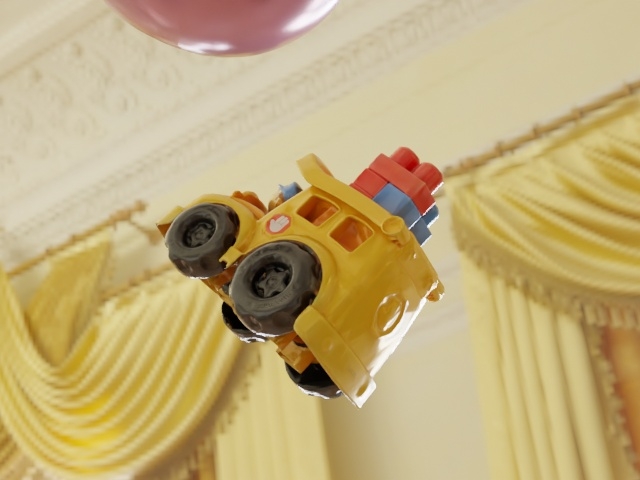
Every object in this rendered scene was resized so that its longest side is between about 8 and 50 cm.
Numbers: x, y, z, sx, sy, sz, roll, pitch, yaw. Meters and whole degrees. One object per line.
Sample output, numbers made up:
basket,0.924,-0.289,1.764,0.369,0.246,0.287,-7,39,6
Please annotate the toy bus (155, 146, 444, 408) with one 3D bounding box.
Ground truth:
toy bus,0.000,0.000,1.214,0.211,0.220,0.149,-49,-39,-9

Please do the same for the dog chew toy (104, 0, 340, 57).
dog chew toy,-0.035,-0.289,0.931,0.207,0.206,0.332,12,-61,-31
